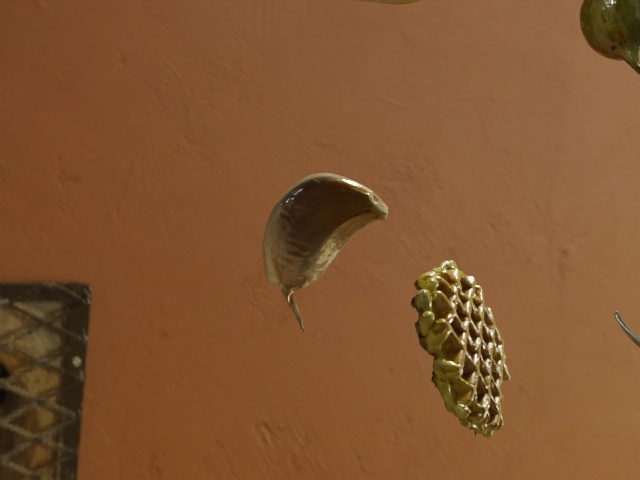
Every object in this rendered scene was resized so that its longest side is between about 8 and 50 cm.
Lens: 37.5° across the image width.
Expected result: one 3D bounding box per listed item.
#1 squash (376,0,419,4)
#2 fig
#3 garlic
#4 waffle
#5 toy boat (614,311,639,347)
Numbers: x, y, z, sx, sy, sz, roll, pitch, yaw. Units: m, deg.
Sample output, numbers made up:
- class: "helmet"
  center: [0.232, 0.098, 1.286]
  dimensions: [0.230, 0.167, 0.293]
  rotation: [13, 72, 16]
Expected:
- class: "squash"
  center: [0.022, -0.378, 1.261]
  dimensions: [0.252, 0.169, 0.093]
  rotation: [-11, -22, -45]
- class: "fig"
  center: [0.485, -0.311, 1.464]
  dimensions: [0.124, 0.236, 0.124]
  rotation: [-7, -39, -5]
- class: "garlic"
  center: [-0.012, 0.002, 1.211]
  dimensions: [0.198, 0.128, 0.090]
  rotation: [-53, -18, -5]
- class: "waffle"
  center: [0.235, 0.172, 1.506]
  dimensions: [0.058, 0.301, 0.281]
  rotation: [-20, -88, 25]
- class: "toy boat"
  center: [0.602, 0.187, 1.789]
  dimensions: [0.122, 0.096, 0.034]
  rotation: [41, -86, 8]
